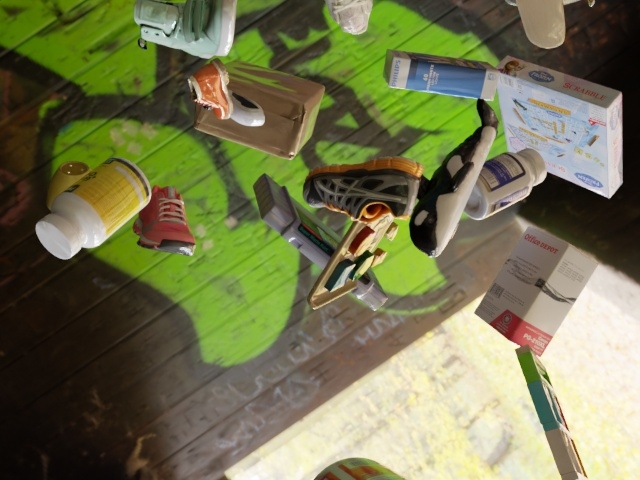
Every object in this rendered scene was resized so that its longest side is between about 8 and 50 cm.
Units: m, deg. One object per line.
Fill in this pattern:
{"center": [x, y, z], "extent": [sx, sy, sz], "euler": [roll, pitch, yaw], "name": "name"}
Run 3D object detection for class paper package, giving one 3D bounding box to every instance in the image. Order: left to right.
{"center": [-0.168, -0.383, 2.020], "extent": [0.310, 0.168, 0.325], "euler": [19, -157, 4], "name": "paper package"}

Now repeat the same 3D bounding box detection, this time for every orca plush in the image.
{"center": [0.192, -0.107, 1.125], "extent": [0.102, 0.287, 0.151], "euler": [22, 166, 15], "name": "orca plush"}

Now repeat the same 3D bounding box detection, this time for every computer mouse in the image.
{"center": [-0.218, -0.325, 1.691], "extent": [0.193, 0.042, 0.106], "euler": [30, 144, 20], "name": "computer mouse"}

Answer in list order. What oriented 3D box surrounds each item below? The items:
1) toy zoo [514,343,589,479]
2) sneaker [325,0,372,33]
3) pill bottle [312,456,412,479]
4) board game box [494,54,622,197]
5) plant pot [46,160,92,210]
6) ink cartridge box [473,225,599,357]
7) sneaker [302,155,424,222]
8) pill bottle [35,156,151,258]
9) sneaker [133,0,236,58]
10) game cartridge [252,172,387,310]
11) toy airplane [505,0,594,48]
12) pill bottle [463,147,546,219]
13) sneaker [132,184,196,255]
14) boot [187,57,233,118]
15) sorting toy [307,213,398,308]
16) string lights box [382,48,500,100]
{"center": [0.440, 0.353, 1.312], "extent": [0.192, 0.030, 0.293], "euler": [39, -148, -56], "name": "toy zoo"}
{"center": [0.055, -0.480, 1.311], "extent": [0.305, 0.114, 0.152], "euler": [11, -114, -80], "name": "sneaker"}
{"center": [0.115, 0.529, 1.244], "extent": [0.229, 0.229, 0.408], "euler": [56, 164, -3], "name": "pill bottle"}
{"center": [0.602, -0.287, 1.788], "extent": [0.319, 0.066, 0.318], "euler": [34, 162, 38], "name": "board game box"}
{"center": [-0.584, -0.131, 1.686], "extent": [0.134, 0.134, 0.095], "euler": [55, 145, 44], "name": "plant pot"}
{"center": [0.466, 0.107, 1.545], "extent": [0.100, 0.237, 0.172], "euler": [29, -174, -19], "name": "ink cartridge box"}
{"center": [0.050, -0.064, 1.010], "extent": [0.084, 0.083, 0.215], "euler": [11, 168, -41], "name": "sneaker"}
{"center": [-0.373, -0.052, 1.166], "extent": [0.103, 0.184, 0.103], "euler": [19, 133, 21], "name": "pill bottle"}
{"center": [-0.229, -0.361, 1.171], "extent": [0.256, 0.151, 0.094], "euler": [-175, 93, -67], "name": "sneaker"}
{"center": [0.000, 0.000, 1.627], "extent": [0.355, 0.068, 0.230], "euler": [40, -173, -23], "name": "game cartridge"}
{"center": [0.344, -0.564, 1.147], "extent": [0.384, 0.272, 0.386], "euler": [41, 138, 12], "name": "toy airplane"}
{"center": [0.395, -0.130, 1.546], "extent": [0.112, 0.187, 0.112], "euler": [50, 155, 34], "name": "pill bottle"}
{"center": [-0.358, -0.055, 1.616], "extent": [0.116, 0.136, 0.314], "euler": [11, -172, -28], "name": "sneaker"}
{"center": [-0.234, -0.303, 1.486], "extent": [0.059, 0.085, 0.158], "euler": [44, 159, 27], "name": "boot"}
{"center": [0.099, 0.014, 1.438], "extent": [0.041, 0.229, 0.307], "euler": [34, -156, 19], "name": "sorting toy"}
{"center": [0.291, -0.407, 1.738], "extent": [0.133, 0.260, 0.076], "euler": [-96, 13, -66], "name": "string lights box"}
